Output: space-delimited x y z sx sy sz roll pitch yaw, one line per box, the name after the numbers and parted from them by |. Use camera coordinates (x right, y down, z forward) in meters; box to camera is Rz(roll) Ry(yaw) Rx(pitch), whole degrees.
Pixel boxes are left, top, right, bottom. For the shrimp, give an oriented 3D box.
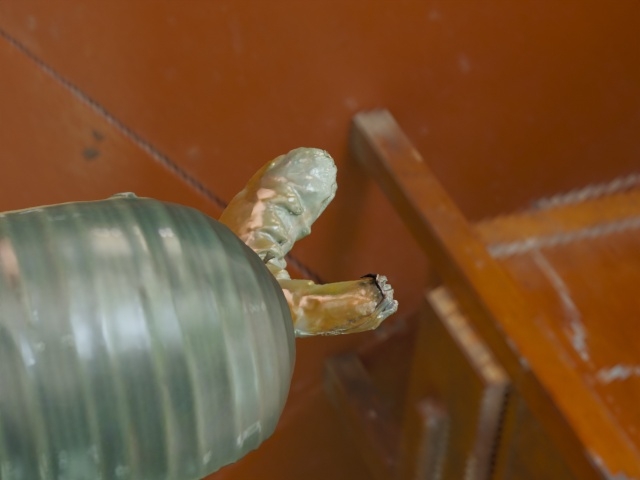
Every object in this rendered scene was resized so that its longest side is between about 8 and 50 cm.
0.000 0.000 1.337 0.161 0.166 0.049 -53 135 -27 | shrimp

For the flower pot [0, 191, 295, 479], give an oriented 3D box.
-0.132 0.063 1.021 0.243 0.157 0.189 -8 170 -19 | flower pot
